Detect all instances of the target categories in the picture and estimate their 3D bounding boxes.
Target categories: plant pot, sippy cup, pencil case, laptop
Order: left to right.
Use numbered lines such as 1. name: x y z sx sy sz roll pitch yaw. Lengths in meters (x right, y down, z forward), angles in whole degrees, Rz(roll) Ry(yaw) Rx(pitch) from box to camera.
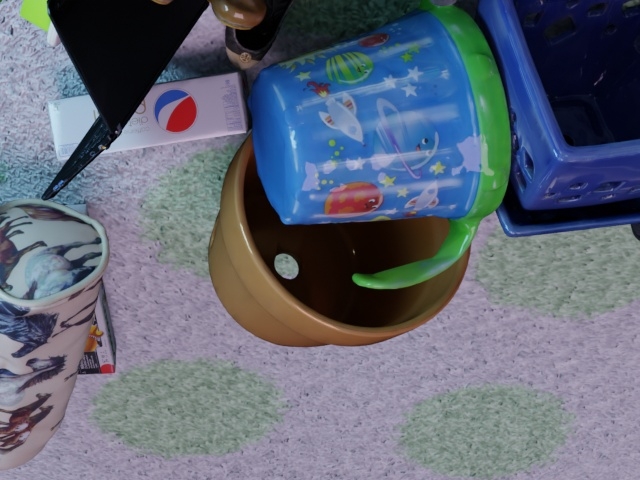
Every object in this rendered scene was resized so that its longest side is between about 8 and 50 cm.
1. pencil case: -0.378 0.123 1.977 0.184 0.160 0.410 -11 147 -27
2. laptop: -0.215 -0.203 1.618 0.136 0.234 0.264 39 144 -14
3. plant pot: 0.000 0.000 1.878 0.291 0.290 0.203 14 155 -21
4. sippy cup: 0.050 -0.117 1.706 0.224 0.305 0.240 -11 158 -16
5. plant pot: 0.281 -0.138 1.723 0.236 0.236 0.212 -7 152 -19

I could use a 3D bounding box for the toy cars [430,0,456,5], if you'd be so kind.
1. toy cars: 0.140 -0.334 1.516 0.176 0.087 0.394 37 139 -22

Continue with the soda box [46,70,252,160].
1. soda box: -0.187 -0.139 1.808 0.216 0.074 0.069 -8 98 5

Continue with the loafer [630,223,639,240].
1. loafer: 0.465 -0.100 1.911 0.095 0.109 0.302 6 138 -18

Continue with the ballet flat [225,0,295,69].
1. ballet flat: -0.062 -0.240 1.729 0.057 0.049 0.173 12 139 -17

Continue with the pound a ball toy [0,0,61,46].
1. pound a ball toy: -0.276 -0.366 1.517 0.208 0.135 0.319 28 137 1

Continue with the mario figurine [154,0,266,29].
1. mario figurine: -0.055 -0.338 1.445 0.198 0.170 0.320 -12 136 -50

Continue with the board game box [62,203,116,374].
1. board game box: -0.375 0.071 2.088 0.193 0.053 0.305 -3 141 0
